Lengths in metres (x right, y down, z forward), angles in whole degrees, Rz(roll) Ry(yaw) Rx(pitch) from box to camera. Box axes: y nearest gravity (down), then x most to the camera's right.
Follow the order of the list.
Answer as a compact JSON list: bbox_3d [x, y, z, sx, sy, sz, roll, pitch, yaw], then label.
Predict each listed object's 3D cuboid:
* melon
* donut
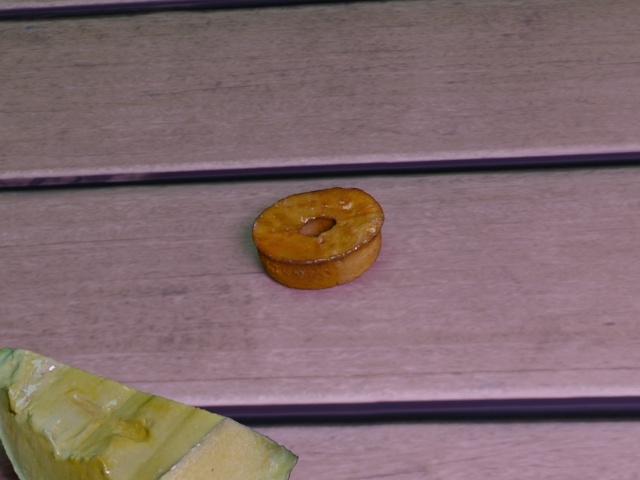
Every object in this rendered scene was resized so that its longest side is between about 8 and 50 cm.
[{"bbox_3d":[-0.197,0.194,1.539,0.196,0.124,0.323,-34,38,-32],"label":"melon"},{"bbox_3d":[0.000,0.000,1.813,0.152,0.058,0.152,-6,36,4],"label":"donut"}]
